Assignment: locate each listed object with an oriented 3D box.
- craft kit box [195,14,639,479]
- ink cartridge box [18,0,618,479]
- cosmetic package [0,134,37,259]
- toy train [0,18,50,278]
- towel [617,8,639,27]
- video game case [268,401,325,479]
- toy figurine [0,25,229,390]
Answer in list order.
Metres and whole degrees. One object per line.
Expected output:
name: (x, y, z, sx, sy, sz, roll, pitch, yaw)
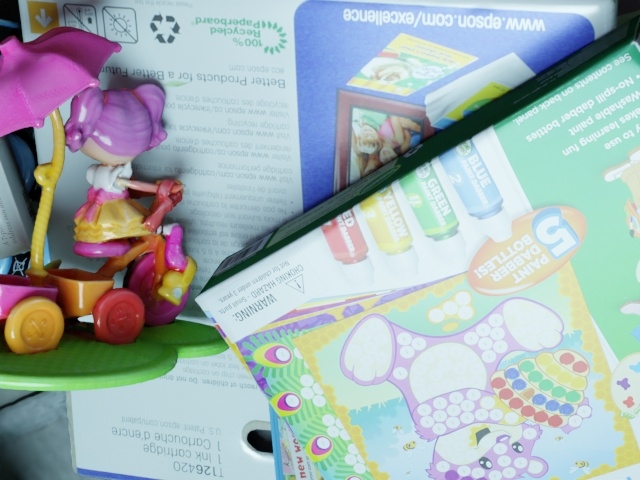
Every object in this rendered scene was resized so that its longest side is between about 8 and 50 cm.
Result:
craft kit box: (0.109, 0.062, 0.713, 0.250, 0.061, 0.246, -31, 103, 25)
ink cartridge box: (0.000, 0.000, 0.796, 0.303, 0.072, 0.307, 6, 119, 15)
cosmetic package: (-0.231, -0.095, 0.773, 0.099, 0.060, 0.239, -18, 100, 0)
toy train: (-0.195, -0.047, 0.868, 0.105, 0.080, 0.184, 17, 96, 23)
towel: (0.265, 0.022, 0.739, 0.248, 0.038, 0.325, -12, 84, 27)
video game case: (0.058, 0.138, 0.800, 0.166, 0.015, 0.119, 3, 116, 15)
toy figurine: (-0.112, -0.022, 0.722, 0.130, 0.173, 0.159, 13, 102, 46)
